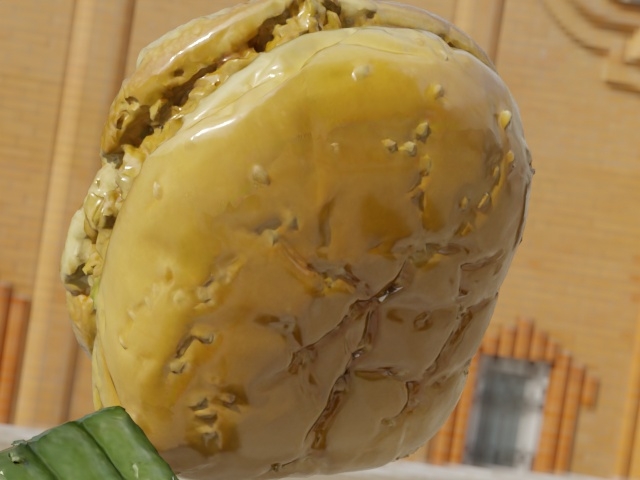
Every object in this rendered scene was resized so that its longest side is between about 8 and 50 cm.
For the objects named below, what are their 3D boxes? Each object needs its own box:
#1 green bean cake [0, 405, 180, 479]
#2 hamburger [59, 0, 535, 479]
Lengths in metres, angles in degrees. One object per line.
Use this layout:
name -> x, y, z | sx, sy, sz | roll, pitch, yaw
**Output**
green bean cake -> -0.161, 0.190, 0.774 | 0.113, 0.214, 0.200 | 46, 36, 14
hamburger -> 0.000, 0.000, 0.987 | 0.318, 0.318, 0.158 | 7, 27, -38
